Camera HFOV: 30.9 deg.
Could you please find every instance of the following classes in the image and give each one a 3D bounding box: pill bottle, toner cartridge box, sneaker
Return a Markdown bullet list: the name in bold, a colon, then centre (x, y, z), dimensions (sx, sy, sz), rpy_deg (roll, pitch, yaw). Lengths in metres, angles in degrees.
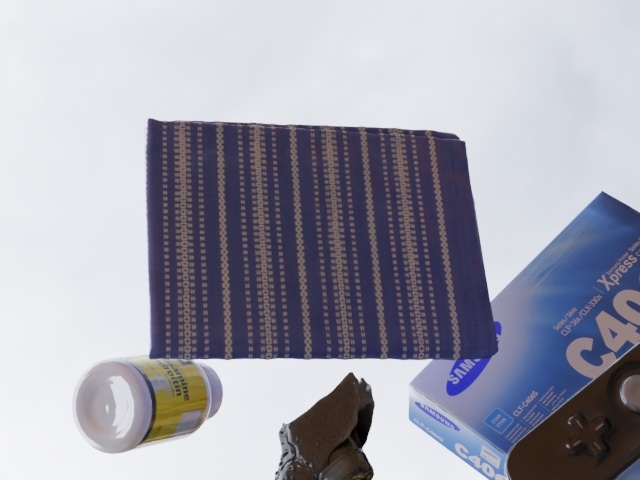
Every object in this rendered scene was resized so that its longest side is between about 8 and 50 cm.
- **pill bottle**: centre (-0.188, 0.179, 1.309), dimensions (0.184, 0.103, 0.103), rpy_deg (3, -89, -64)
- **toner cartridge box**: centre (0.266, 0.106, 1.240), dimensions (0.348, 0.165, 0.075), rpy_deg (-41, -31, -26)
- **sneaker**: centre (-0.014, 0.197, 1.012), dimensions (0.170, 0.089, 0.051), rpy_deg (-39, -38, 13)

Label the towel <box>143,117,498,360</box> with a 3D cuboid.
- **towel**: centre (0.000, 0.000, 1.098), dimensions (0.335, 0.040, 0.243), rpy_deg (2, -115, -16)

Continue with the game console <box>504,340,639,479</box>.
- **game console**: centre (0.301, 0.161, 0.741), dimensions (0.250, 0.293, 0.173), rpy_deg (-36, -24, -10)
